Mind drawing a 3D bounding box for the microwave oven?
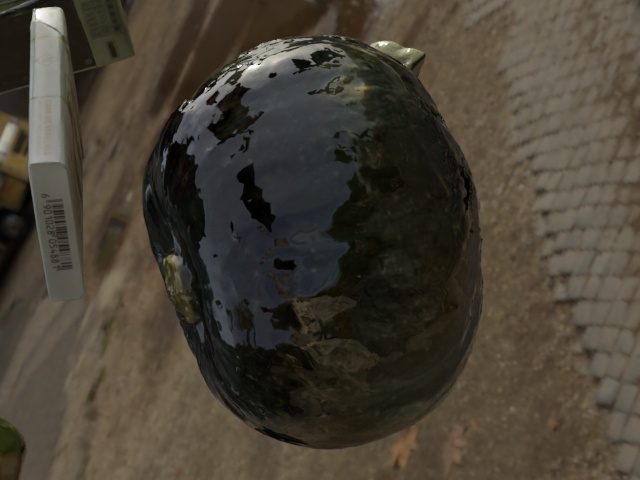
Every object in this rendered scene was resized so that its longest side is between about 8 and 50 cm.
[{"bbox_3d":[-0.551,-0.427,1.925,0.247,0.394,0.333,84,168,-62],"label":"microwave oven"}]

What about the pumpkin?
[{"bbox_3d":[0.000,0.000,1.213,0.454,0.344,0.454,165,90,-74],"label":"pumpkin"}]

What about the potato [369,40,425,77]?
[{"bbox_3d":[0.090,-0.267,1.825,0.081,0.120,0.149,-42,-16,-28],"label":"potato"}]

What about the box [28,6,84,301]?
[{"bbox_3d":[-0.198,-0.070,0.846,0.220,0.032,0.122,-107,13,-50],"label":"box"}]

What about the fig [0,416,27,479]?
[{"bbox_3d":[-0.519,0.292,1.550,0.275,0.206,0.206,97,-173,-64],"label":"fig"}]
